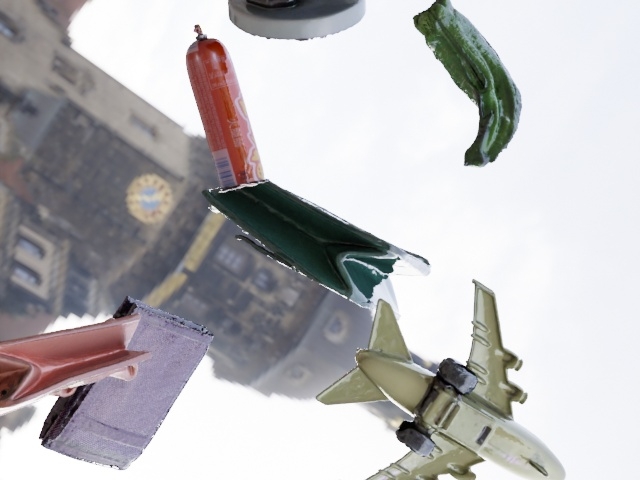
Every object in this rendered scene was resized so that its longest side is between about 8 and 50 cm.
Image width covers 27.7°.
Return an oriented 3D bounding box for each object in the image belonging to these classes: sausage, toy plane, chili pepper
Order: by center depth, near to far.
[{"bbox_3d":[0.097,-0.099,0.824,0.035,0.055,0.118,134,-57,-64],"label":"chili pepper"},{"bbox_3d":[-0.084,-0.114,1.105,0.048,0.145,0.050,-14,-174,28],"label":"sausage"},{"bbox_3d":[0.126,0.160,1.184,0.229,0.244,0.092,-58,-174,2],"label":"toy plane"}]

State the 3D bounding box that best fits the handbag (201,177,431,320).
[{"bbox_3d":[0.001,0.001,1.541,0.089,0.238,0.326,-60,167,2],"label":"handbag"}]

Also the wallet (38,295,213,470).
[{"bbox_3d":[-0.180,0.140,1.228,0.166,0.111,0.030,-57,-141,7],"label":"wallet"}]

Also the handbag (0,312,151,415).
[{"bbox_3d":[-0.255,0.119,1.106,0.212,0.157,0.059,-24,-98,48],"label":"handbag"}]

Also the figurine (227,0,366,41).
[{"bbox_3d":[-0.014,-0.296,1.039,0.133,0.236,0.176,18,-141,29],"label":"figurine"}]
